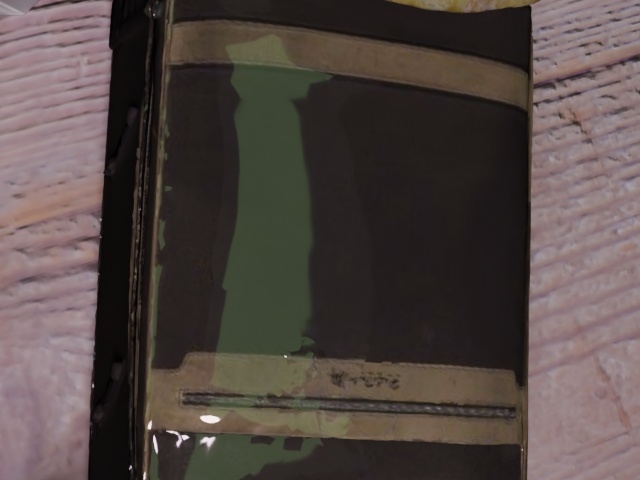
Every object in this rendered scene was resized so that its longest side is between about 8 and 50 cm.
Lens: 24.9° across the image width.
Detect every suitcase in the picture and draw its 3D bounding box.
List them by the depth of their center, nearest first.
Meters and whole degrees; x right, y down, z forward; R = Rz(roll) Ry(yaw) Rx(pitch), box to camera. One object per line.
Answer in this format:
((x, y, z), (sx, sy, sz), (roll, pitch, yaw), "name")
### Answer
((0.000, 0.000, 0.932), (0.283, 0.194, 0.434), (6, 83, -23), "suitcase")

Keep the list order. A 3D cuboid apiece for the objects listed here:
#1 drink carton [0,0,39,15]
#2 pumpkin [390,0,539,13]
((-0.174, -0.223, 0.813), (0.106, 0.315, 0.130), (-3, 84, -27), "drink carton")
((0.052, -0.312, 0.900), (0.332, 0.199, 0.332), (18, 41, -16), "pumpkin")
